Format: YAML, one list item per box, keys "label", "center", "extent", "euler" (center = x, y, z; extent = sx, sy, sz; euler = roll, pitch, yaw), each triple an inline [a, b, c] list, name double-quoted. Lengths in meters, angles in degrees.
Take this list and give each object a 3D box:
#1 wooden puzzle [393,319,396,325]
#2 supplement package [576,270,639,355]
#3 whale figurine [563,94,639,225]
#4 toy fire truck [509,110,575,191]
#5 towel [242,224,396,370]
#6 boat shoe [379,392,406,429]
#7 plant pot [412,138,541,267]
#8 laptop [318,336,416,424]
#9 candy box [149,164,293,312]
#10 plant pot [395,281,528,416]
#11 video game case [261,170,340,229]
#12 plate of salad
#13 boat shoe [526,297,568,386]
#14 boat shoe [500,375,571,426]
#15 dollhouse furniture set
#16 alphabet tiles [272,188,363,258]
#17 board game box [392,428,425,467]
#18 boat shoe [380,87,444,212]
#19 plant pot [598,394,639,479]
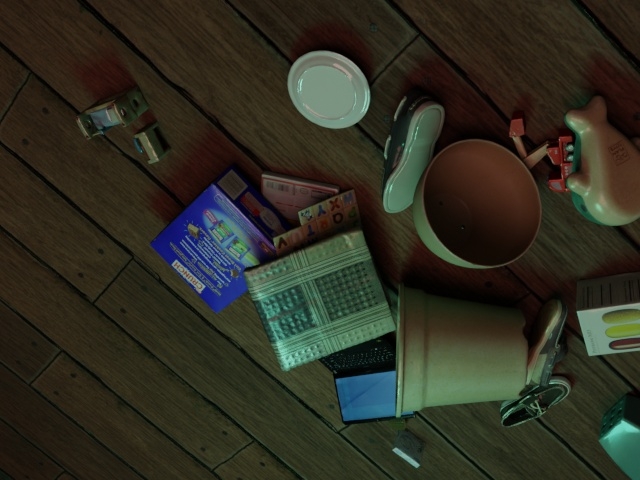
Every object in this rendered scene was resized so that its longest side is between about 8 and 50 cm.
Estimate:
- label: "wooden puzzle"
  center: [0.150, 0.217, 2.029]
  extent: [0.116, 0.014, 0.078]
  euler: [-32, 63, 41]
- label: "supplement package"
  center: [0.732, 0.164, 1.756]
  extent: [0.244, 0.134, 0.139]
  euler: [-12, 115, 25]
- label: "whale figurine"
  center: [0.588, -0.162, 1.602]
  extent: [0.272, 0.216, 0.141]
  euler: [62, 162, -8]
- label: "toy fire truck"
  center: [0.492, -0.192, 1.672]
  extent: [0.135, 0.047, 0.192]
  euler: [-2, 120, 21]
- label: "towel"
  center: [0.004, 0.145, 1.889]
  extent: [0.324, 0.056, 0.312]
  euler: [-20, 112, 1]
- label: "boat shoe"
  center: [0.213, 0.487, 2.194]
  extent: [0.056, 0.048, 0.153]
  euler: [-12, 121, 27]
- label: "plant pot"
  center: [0.322, -0.064, 1.706]
  extent: [0.284, 0.284, 0.191]
  euler: [38, 161, -6]
- label: "laptop"
  center: [0.110, 0.387, 2.098]
  extent: [0.234, 0.136, 0.264]
  euler: [-13, 140, 26]
- label: "candy box"
  center: [-0.254, 0.003, 1.985]
  extent: [0.268, 0.122, 0.317]
  euler: [47, 127, -8]
- label: "plant pot"
  center: [0.342, 0.275, 1.876]
  extent: [0.305, 0.334, 0.334]
  euler: [2, 122, 4]
- label: "video game case"
  center: [-0.060, -0.033, 1.974]
  extent: [0.204, 0.025, 0.285]
  euler: [12, 123, 11]
- label: "plate of salad"
  center: [0.021, -0.348, 1.739]
  extent: [0.200, 0.048, 0.200]
  euler: [13, 134, 14]
- label: "boat shoe"
  center: [0.573, 0.262, 1.897]
  extent: [0.092, 0.103, 0.285]
  euler: [13, 128, 5]
- label: "boat shoe"
  center: [0.573, 0.436, 2.018]
  extent: [0.078, 0.070, 0.219]
  euler: [43, 124, -9]
- label: "dollhouse furniture set"
  center: [-0.497, -0.269, 1.915]
  extent: [0.129, 0.129, 0.184]
  euler: [-13, 115, 26]
- label: "alphabet tiles"
  center: [0.000, 0.000, 1.887]
  extent: [0.237, 0.009, 0.198]
  euler: [-23, 119, -18]
- label: "board game box"
  center: [0.260, 0.603, 2.217]
  extent: [0.090, 0.090, 0.020]
  euler: [37, 125, -5]
- label: "boat shoe"
  center: [0.200, -0.203, 1.744]
  extent: [0.114, 0.091, 0.302]
  euler: [-4, 131, -31]
- label: "plant pot"
  center: [0.842, 0.516, 1.924]
  extent: [0.234, 0.165, 0.166]
  euler: [34, 126, 6]
